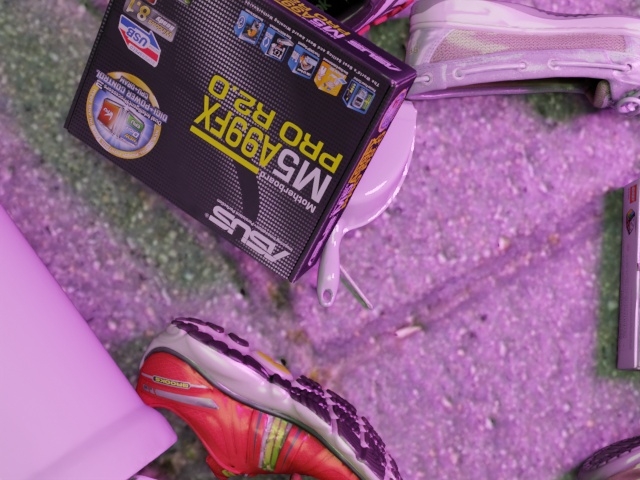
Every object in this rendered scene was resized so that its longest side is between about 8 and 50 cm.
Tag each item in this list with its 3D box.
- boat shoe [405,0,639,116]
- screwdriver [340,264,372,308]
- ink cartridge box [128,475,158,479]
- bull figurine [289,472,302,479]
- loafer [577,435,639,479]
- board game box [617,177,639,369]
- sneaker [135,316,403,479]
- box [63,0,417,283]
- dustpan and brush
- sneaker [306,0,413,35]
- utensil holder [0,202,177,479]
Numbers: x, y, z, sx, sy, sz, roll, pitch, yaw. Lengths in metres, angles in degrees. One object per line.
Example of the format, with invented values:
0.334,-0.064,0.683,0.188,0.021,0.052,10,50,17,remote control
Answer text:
0.242,-0.168,1.022,0.320,0.118,0.103,9,88,-2,boat shoe
0.000,0.000,1.015,0.024,0.025,0.170,-38,88,-9,screwdriver
-0.160,0.327,0.852,0.092,0.158,0.218,19,56,-10,ink cartridge box
-0.038,0.361,0.869,0.101,0.188,0.310,-1,95,10,bull figurine
0.375,0.224,0.997,0.251,0.094,0.087,-10,80,-8,loafer
0.459,0.048,1.048,0.305,0.053,0.193,6,82,-6,board game box
-0.048,0.183,0.966,0.279,0.107,0.118,33,99,1,sneaker
-0.079,-0.124,0.919,0.270,0.060,0.216,35,118,10,box
0.016,-0.041,0.998,0.147,0.060,0.211,8,64,-8,dustpan and brush
0.039,-0.260,0.985,0.097,0.135,0.276,45,68,3,sneaker
-0.357,0.100,0.817,0.327,0.327,0.385,-36,86,-9,utensil holder
